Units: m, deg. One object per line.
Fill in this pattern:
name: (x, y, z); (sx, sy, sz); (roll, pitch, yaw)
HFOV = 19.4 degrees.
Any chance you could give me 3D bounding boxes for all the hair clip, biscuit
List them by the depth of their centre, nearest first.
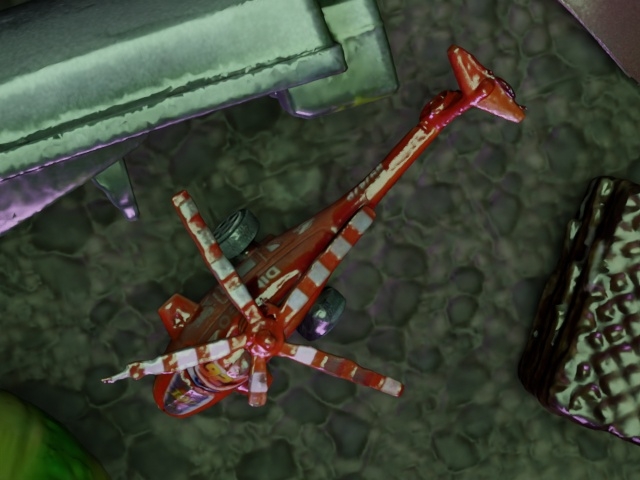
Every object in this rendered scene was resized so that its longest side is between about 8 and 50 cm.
hair clip: (0.118, -0.129, 0.835); (0.137, 0.022, 0.054); (44, 88, -8)
biscuit: (0.282, 0.086, 0.851); (0.388, 0.073, 0.107); (21, 93, -8)

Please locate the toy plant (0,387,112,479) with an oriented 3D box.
toy plant: (-0.093, 0.220, 0.774); (0.316, 0.184, 0.224); (44, 70, -19)

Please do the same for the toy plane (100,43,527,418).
toy plane: (-0.007, -0.004, 0.799); (0.126, 0.077, 0.194); (22, 96, -15)

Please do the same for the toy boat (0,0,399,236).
toy boat: (-0.132, -0.042, 0.751); (0.319, 0.141, 0.092); (-19, 104, -5)
